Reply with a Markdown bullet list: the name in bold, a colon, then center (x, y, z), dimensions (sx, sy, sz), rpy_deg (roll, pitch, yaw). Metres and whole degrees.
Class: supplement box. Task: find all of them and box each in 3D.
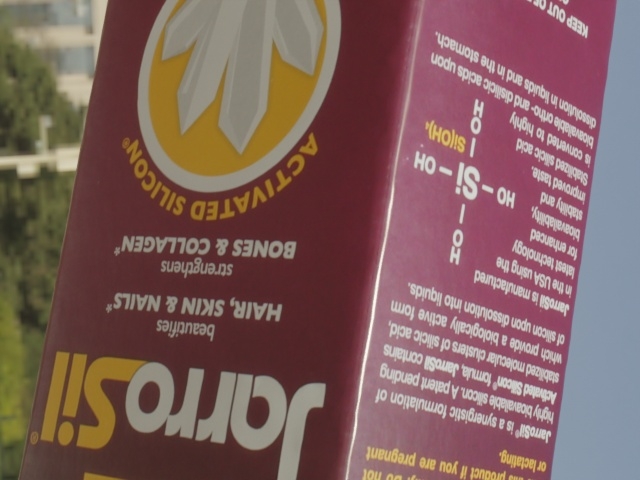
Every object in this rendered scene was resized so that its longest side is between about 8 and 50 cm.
- **supplement box**: center (0.000, 0.000, 0.381), dimensions (0.104, 0.081, 0.188), rpy_deg (2, -102, 41)
